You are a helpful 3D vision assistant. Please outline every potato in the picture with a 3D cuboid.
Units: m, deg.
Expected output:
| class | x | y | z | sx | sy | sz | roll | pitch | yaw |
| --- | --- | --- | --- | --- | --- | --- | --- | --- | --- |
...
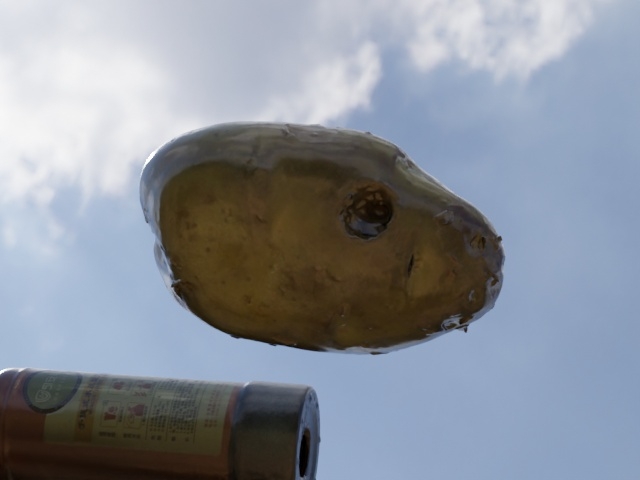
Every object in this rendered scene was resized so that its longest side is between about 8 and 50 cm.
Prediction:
| class | x | y | z | sx | sy | sz | roll | pitch | yaw |
| --- | --- | --- | --- | --- | --- | --- | --- | --- | --- |
| potato | 0.000 | 0.000 | 1.522 | 0.296 | 0.141 | 0.192 | 14 | -56 | 12 |

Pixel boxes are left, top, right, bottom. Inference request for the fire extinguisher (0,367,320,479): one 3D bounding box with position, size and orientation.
| class | x | y | z | sx | sy | sz | roll | pitch | yaw |
| --- | --- | --- | --- | --- | --- | --- | --- | --- | --- |
| fire extinguisher | -0.199 | 0.183 | 1.689 | 0.376 | 0.200 | 0.113 | 3 | -70 | 13 |
